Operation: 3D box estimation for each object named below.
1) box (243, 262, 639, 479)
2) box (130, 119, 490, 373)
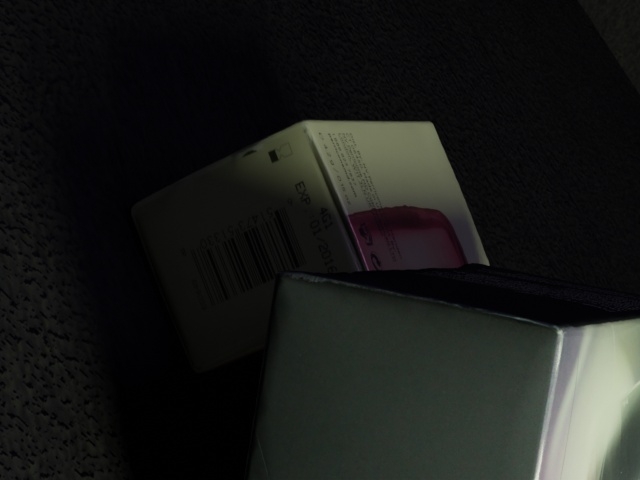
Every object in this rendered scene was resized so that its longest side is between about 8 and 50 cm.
[{"bbox_3d":[0.091,0.173,1.046,0.294,0.183,0.296,-1,100,-63],"label":"box"},{"bbox_3d":[0.000,0.000,1.215,0.232,0.148,0.127,-7,74,-65],"label":"box"}]
